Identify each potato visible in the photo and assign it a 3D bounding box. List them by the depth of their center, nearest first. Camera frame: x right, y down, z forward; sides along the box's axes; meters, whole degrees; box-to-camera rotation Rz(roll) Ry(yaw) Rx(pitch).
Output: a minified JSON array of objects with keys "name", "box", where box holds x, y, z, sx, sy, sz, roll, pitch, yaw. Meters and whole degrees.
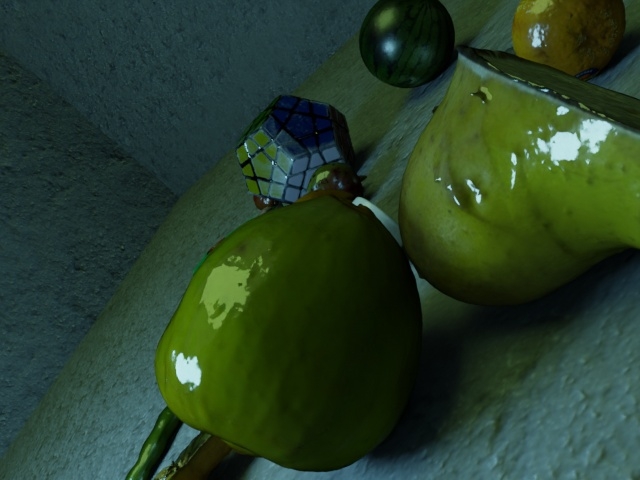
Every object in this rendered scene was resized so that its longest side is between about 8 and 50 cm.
[{"name":"potato","box":[0.260,-0.029,0.804,0.397,0.290,0.296,38,120,38]}]

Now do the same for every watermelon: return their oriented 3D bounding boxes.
[{"name":"watermelon","box":[0.220,-0.510,1.835,0.242,0.242,0.242,-43,17,17]}]

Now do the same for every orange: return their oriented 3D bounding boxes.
[{"name":"orange","box":[0.389,-0.335,1.140,0.177,0.177,0.155,-41,35,23]}]

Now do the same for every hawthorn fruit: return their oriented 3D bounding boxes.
[{"name":"hawthorn fruit","box":[-0.159,-0.128,2.237,0.093,0.081,0.081,16,62,39]}]

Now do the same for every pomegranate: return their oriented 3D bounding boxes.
[{"name":"pomegranate","box":[0.043,-0.107,1.627,0.129,0.159,0.129,-6,80,35]}]

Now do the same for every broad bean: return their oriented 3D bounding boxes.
[{"name":"broad bean","box":[-0.346,0.430,1.499,0.065,0.046,0.254,-49,12,49]}]

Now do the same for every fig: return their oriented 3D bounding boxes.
[{"name":"fig","box":[-0.026,0.108,0.910,0.343,0.343,0.343,-43,17,17]}]

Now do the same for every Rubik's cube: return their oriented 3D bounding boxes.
[{"name":"Rubik's cube","box":[-0.061,-0.224,1.862,0.319,0.319,0.264,-56,-8,-23]}]

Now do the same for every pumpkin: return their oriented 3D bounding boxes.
[{"name":"pumpkin","box":[-0.220,0.399,1.171,0.290,0.095,0.258,-50,2,-40]}]

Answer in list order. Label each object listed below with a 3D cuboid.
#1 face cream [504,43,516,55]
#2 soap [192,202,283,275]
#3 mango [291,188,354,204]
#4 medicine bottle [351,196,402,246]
[{"name":"face cream","box":[0.321,-0.265,1.331,0.283,0.073,0.073,-54,18,-18]},{"name":"soap","box":[-0.216,0.027,1.985,0.273,0.098,0.218,-31,17,39]},{"name":"mango","box":[-0.033,0.025,1.385,0.287,0.201,0.152,-37,-8,1]},{"name":"medicine bottle","box":[0.033,0.049,1.240,0.237,0.139,0.139,-52,17,-6]}]
